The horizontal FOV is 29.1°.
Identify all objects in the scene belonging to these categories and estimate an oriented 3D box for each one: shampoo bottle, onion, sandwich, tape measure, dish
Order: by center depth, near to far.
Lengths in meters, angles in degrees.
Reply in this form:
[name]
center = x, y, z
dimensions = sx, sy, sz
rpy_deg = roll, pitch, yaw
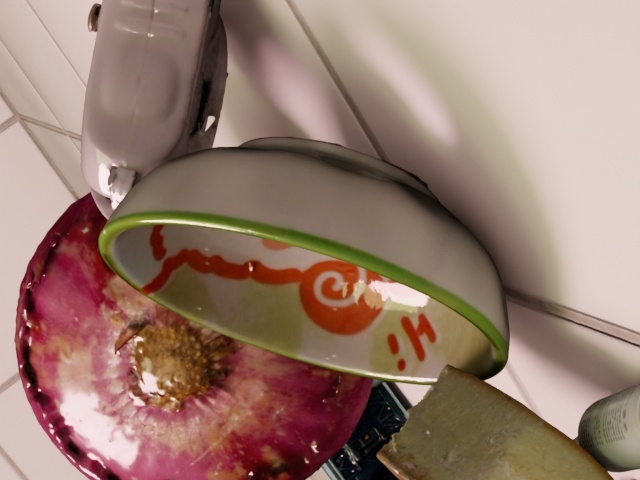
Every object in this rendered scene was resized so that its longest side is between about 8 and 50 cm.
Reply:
[shampoo bottle]
center = 0.213, 0.132, 0.855
dimensions = 0.056, 0.056, 0.195
rpy_deg = 50, 167, 7
[sandwich]
center = 0.117, 0.163, 0.901
dimensions = 0.096, 0.094, 0.258
rpy_deg = 48, 167, -33
[dish]
center = 0.000, 0.000, 0.960
dimensions = 0.324, 0.124, 0.324
rpy_deg = 15, 161, 5
[tape measure]
center = -0.142, -0.129, 1.053
dimensions = 0.120, 0.236, 0.197
rpy_deg = 11, -178, -1
[onion]
center = -0.122, 0.098, 1.241
dimensions = 0.358, 0.358, 0.345
rpy_deg = 51, 170, 5

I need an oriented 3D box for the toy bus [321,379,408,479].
[toy bus]
center = 0.049, 0.245, 1.515
dimensions = 0.271, 0.133, 0.165
rpy_deg = 55, 171, -2
